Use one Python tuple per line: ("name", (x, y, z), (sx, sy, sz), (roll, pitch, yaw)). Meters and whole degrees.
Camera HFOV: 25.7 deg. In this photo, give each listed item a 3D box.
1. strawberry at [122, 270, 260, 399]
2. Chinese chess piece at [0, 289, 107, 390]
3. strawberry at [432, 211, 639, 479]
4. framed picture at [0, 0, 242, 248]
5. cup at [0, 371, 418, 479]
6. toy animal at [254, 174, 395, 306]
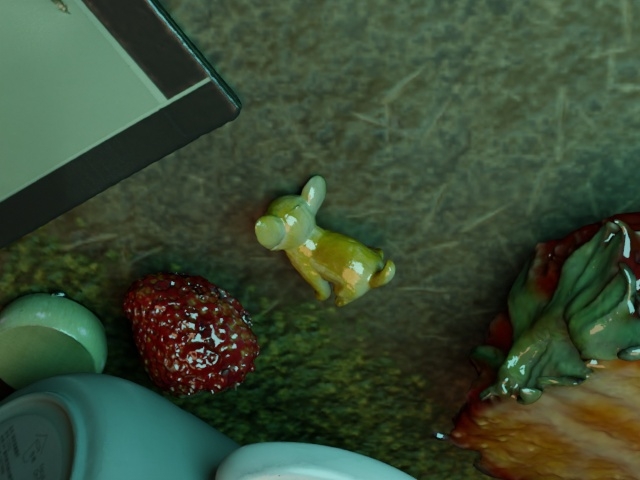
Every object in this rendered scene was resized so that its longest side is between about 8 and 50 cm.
("strawberry", (-0.090, 0.062, 0.935), (0.096, 0.083, 0.083), (41, 121, -19))
("Chinese chess piece", (-0.191, 0.074, 0.982), (0.084, 0.034, 0.084), (3, 131, 4))
("strawberry", (0.242, 0.073, 0.871), (0.280, 0.150, 0.253), (18, 148, -11))
("framed picture", (-0.259, -0.097, 0.866), (0.347, 0.016, 0.265), (-27, 120, 25))
("cup", (-0.087, 0.222, 0.916), (0.356, 0.259, 0.274), (-30, 128, 28))
("toy animal", (0.000, 0.000, 0.890), (0.081, 0.060, 0.083), (11, 145, 52))
